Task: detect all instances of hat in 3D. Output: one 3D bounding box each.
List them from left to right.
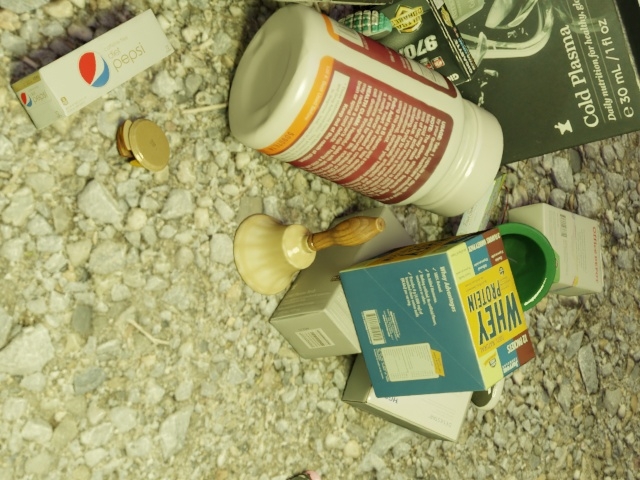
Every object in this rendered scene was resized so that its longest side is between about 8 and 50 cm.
[{"bbox_3d":[0.352,0.031,1.982,0.208,0.183,0.173,-41,101,3],"label":"hat"}]

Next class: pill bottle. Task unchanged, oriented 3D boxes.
[{"bbox_3d":[0.076,-0.185,1.572,0.392,0.224,0.224,21,65,-30],"label":"pill bottle"}]

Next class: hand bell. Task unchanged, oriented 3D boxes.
[{"bbox_3d":[0.000,0.000,1.474,0.126,0.242,0.126,14,69,-43],"label":"hand bell"}]

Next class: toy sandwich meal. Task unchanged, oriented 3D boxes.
[{"bbox_3d":[-0.244,-0.130,1.414,0.085,0.029,0.086,30,51,-46],"label":"toy sandwich meal"}]

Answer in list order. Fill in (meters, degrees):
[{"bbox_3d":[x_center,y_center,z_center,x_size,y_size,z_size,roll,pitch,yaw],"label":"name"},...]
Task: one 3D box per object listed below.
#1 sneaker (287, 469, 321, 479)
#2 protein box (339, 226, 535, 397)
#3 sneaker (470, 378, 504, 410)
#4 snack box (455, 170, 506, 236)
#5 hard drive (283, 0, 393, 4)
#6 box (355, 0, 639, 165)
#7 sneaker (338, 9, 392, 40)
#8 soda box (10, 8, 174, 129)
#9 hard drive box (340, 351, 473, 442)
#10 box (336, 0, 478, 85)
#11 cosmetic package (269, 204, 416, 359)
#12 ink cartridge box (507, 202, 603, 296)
[{"bbox_3d":[-0.024,0.400,1.496,0.057,0.047,0.119,1,72,-39],"label":"sneaker"},{"bbox_3d":[0.166,0.106,1.466,0.136,0.201,0.200,-21,96,-47],"label":"protein box"},{"bbox_3d":[0.232,0.150,1.781,0.146,0.104,0.296,9,68,-42],"label":"sneaker"},{"bbox_3d":[0.282,-0.054,1.816,0.100,0.037,0.141,-26,135,-65],"label":"snack box"},{"bbox_3d":[-0.071,-0.422,1.529,0.339,0.237,0.064,-13,129,-47],"label":"hard drive"},{"bbox_3d":[0.346,-0.393,1.760,0.297,0.471,0.480,-26,99,-45],"label":"box"},{"bbox_3d":[0.047,-0.322,1.670,0.076,0.166,0.065,54,40,-40],"label":"sneaker"},{"bbox_3d":[-0.297,-0.228,1.349,0.216,0.074,0.069,-44,112,-42],"label":"soda box"},{"bbox_3d":[0.162,0.182,1.638,0.181,0.089,0.232,27,74,-21],"label":"hard drive box"},{"bbox_3d":[0.126,-0.313,1.697,0.175,0.220,0.051,60,37,-17],"label":"box"},{"bbox_3d":[0.040,0.064,1.584,0.107,0.127,0.238,49,48,-25],"label":"cosmetic package"},{"bbox_3d":[0.476,0.023,2.064,0.212,0.093,0.154,12,73,-42],"label":"ink cartridge box"}]
